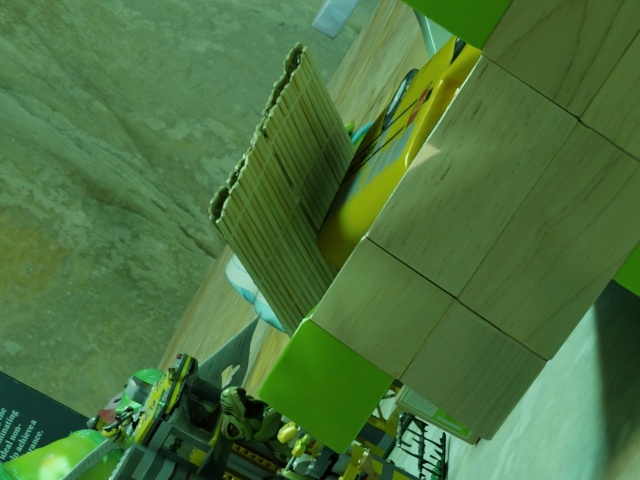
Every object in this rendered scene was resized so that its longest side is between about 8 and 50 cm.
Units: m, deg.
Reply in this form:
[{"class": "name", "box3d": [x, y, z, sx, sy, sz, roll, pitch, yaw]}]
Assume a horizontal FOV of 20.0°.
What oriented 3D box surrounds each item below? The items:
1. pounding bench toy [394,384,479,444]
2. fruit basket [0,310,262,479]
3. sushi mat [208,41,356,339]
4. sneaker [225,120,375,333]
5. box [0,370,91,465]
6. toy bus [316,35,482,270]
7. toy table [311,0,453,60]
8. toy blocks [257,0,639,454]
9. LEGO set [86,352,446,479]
[{"class": "pounding bench toy", "box3d": [0.066, 0.064, 1.040, 0.052, 0.083, 0.065, -59, 7, 25]}, {"class": "fruit basket", "box3d": [-0.203, 0.206, 1.605, 0.353, 0.165, 0.327, -45, -8, -17]}, {"class": "sushi mat", "box3d": [0.000, 0.000, 1.381, 0.151, 0.019, 0.316, -62, -29, -21]}, {"class": "sneaker", "box3d": [0.018, -0.016, 1.653, 0.208, 0.127, 0.319, -63, 15, 3]}, {"class": "box", "box3d": [-0.357, 0.303, 2.023, 0.212, 0.395, 0.293, -64, 6, -26]}, {"class": "toy bus", "box3d": [0.095, -0.053, 1.212, 0.130, 0.108, 0.333, -63, 6, -15]}, {"class": "toy table", "box3d": [0.125, -0.291, 1.815, 0.274, 0.161, 0.252, -61, 5, -3]}, {"class": "toy blocks", "box3d": [0.141, -0.089, 0.839, 0.381, 0.191, 0.261, -58, -5, 25]}, {"class": "LEGO set", "box3d": [-0.045, 0.135, 1.124, 0.255, 0.192, 0.331, -58, 7, 33]}]
